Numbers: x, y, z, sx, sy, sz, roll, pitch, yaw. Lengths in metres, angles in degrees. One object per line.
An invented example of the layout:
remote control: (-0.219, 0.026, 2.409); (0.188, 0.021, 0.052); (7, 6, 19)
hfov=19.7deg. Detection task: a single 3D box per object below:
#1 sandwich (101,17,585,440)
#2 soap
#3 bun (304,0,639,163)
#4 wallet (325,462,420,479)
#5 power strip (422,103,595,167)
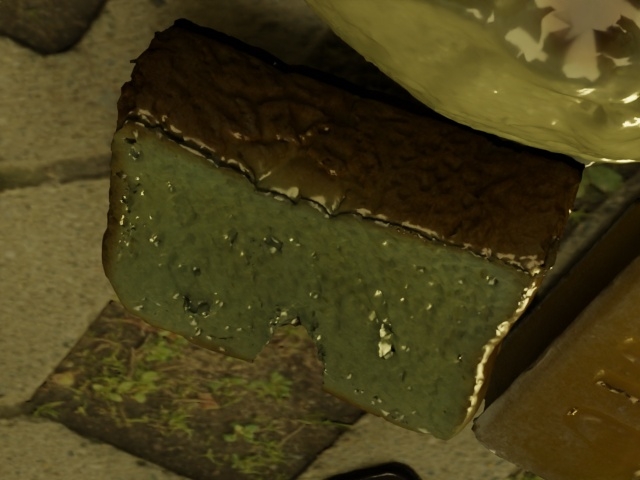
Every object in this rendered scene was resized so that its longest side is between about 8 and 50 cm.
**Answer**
sandwich: (-0.001, 0.001, 1.151); (0.273, 0.095, 0.249); (21, 147, 4)
soap: (0.230, 0.070, 1.214); (0.160, 0.080, 0.257); (26, 132, -13)
bun: (0.135, -0.172, 0.859); (0.364, 0.202, 0.364); (6, 130, 7)
wallet: (0.067, 0.231, 1.439); (0.082, 0.018, 0.157); (-18, 125, 25)
power strip: (0.064, -0.152, 1.059); (0.098, 0.058, 0.338); (-25, 122, 31)
